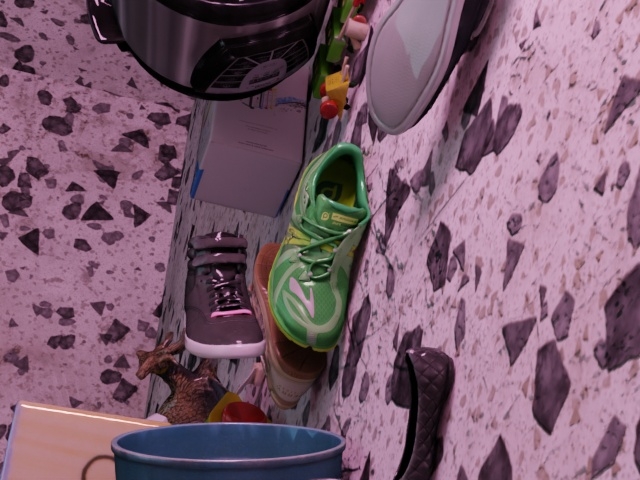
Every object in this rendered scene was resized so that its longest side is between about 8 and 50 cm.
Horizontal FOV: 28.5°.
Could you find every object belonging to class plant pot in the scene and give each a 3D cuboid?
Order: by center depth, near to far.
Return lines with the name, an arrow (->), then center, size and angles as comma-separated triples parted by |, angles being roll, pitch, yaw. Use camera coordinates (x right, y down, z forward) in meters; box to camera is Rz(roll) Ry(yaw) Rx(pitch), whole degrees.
plant pot -> -0.107, 0.357, 1.462 | 0.271, 0.271, 0.255 | -176, 86, -78

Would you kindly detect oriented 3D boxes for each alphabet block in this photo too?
alphabet block -> -0.307, 0.320, 1.626 | 0.193, 0.197, 0.192 | 127, 153, -75

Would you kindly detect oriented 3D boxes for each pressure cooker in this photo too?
pressure cooker -> -0.152, -0.430, 2.020 | 0.375, 0.370, 0.420 | -62, 0, -20

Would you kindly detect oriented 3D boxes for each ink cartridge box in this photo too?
ink cartridge box -> -0.127, -0.196, 2.277 | 0.171, 0.168, 0.233 | 116, 163, -50

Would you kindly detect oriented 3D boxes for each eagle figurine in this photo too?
eagle figurine -> -0.207, 0.304, 2.122 | 0.225, 0.298, 0.226 | -28, 12, 37

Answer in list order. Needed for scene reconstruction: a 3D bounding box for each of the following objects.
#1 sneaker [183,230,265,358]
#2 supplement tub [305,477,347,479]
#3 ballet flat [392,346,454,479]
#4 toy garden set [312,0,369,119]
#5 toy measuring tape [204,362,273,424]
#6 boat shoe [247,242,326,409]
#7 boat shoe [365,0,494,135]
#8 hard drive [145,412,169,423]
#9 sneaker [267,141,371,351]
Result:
sneaker -> -0.139, 0.069, 1.744 | 0.296, 0.104, 0.147 | -138, 50, -72
supplement tub -> -0.015, 0.327, 1.149 | 0.338, 0.207, 0.207 | 134, 146, -68
ballet flat -> 0.086, 0.186, 1.204 | 0.057, 0.049, 0.173 | -173, 96, -79
toy garden set -> 0.048, -0.314, 1.902 | 0.204, 0.049, 0.244 | -91, 19, -54
toy measuring tape -> -0.106, 0.284, 1.942 | 0.330, 0.121, 0.121 | -48, -23, -67
boat shoe -> -0.056, 0.112, 1.796 | 0.285, 0.104, 0.089 | -95, 24, -52
boat shoe -> 0.136, -0.250, 1.343 | 0.114, 0.091, 0.302 | 44, 128, 33
hard drive -> -0.251, 0.434, 1.833 | 0.040, 0.203, 0.307 | 11, 129, 49
sneaker -> 0.000, 0.000, 1.644 | 0.123, 0.109, 0.295 | 119, 161, -64
